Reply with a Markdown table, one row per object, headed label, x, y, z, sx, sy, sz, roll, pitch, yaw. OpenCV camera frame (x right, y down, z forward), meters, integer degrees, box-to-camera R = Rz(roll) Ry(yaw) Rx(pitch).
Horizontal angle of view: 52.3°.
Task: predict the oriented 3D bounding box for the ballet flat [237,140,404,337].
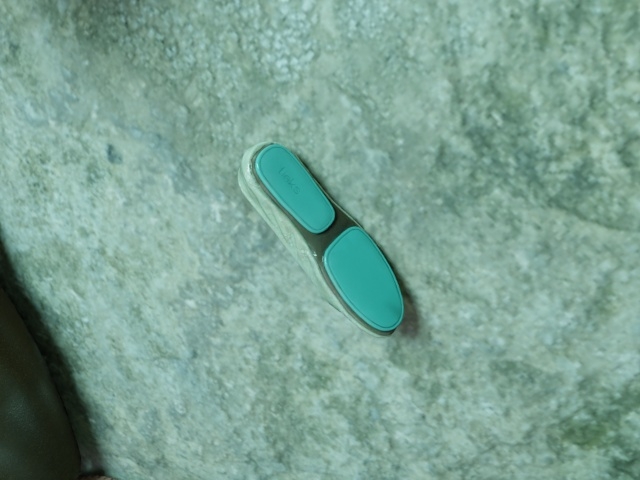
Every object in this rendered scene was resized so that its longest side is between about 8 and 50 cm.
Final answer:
| label | x | y | z | sx | sy | sz | roll | pitch | yaw |
| --- | --- | --- | --- | --- | --- | --- | --- | --- | --- |
| ballet flat | 0.000 | 0.000 | 0.479 | 0.168 | 0.057 | 0.052 | 55 | 151 | -4 |

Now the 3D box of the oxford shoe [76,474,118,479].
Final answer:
| label | x | y | z | sx | sy | sz | roll | pitch | yaw |
| --- | --- | --- | --- | --- | --- | --- | --- | --- | --- |
| oxford shoe | -0.310 | 0.360 | 0.737 | 0.397 | 0.146 | 0.140 | -5 | 112 | 26 |

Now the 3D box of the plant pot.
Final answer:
| label | x | y | z | sx | sy | sz | roll | pitch | yaw |
| --- | --- | --- | --- | --- | --- | --- | --- | --- | --- |
| plant pot | -0.352 | 0.179 | 0.650 | 0.216 | 0.215 | 0.230 | -8 | 126 | 28 |
